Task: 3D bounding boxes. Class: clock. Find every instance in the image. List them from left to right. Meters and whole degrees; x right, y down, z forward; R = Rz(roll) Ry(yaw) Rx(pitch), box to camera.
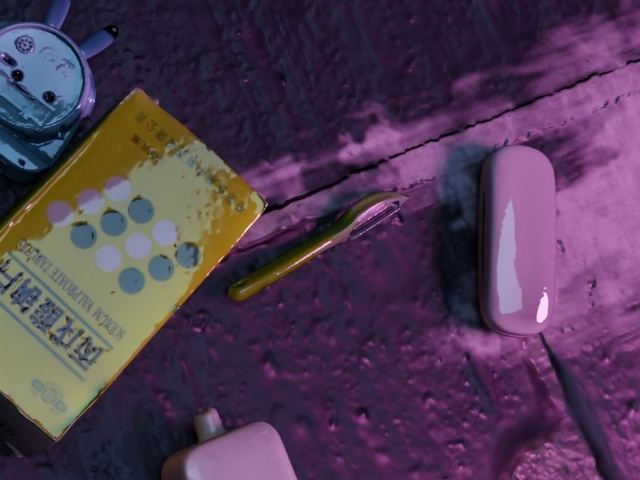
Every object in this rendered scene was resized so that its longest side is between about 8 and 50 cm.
[{"bbox_3d":[-0.224,-0.126,1.268,0.108,0.045,0.147,38,68,-8],"label":"clock"}]

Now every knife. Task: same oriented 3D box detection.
[{"bbox_3d":[0.000,0.000,1.324,0.184,0.022,0.026,-32,114,-23],"label":"knife"}]

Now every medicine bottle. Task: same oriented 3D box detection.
[{"bbox_3d":[-0.179,0.024,1.198,0.137,0.141,0.250,44,68,-8],"label":"medicine bottle"}]

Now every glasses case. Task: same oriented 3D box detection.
[{"bbox_3d":[0.165,0.000,1.367,0.063,0.041,0.164,6,76,-15],"label":"glasses case"}]

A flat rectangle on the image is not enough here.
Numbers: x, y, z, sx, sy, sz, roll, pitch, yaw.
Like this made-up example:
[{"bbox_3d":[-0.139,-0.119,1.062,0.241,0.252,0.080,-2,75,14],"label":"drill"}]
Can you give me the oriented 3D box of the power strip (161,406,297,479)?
[{"bbox_3d":[-0.017,0.306,1.222,0.091,0.062,0.385,-20,85,-24],"label":"power strip"}]
